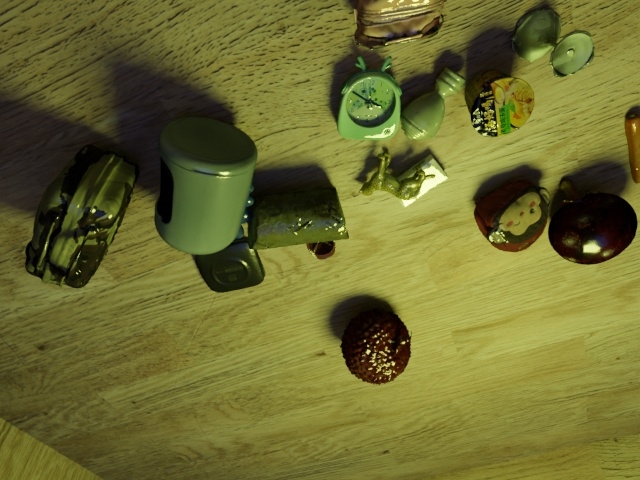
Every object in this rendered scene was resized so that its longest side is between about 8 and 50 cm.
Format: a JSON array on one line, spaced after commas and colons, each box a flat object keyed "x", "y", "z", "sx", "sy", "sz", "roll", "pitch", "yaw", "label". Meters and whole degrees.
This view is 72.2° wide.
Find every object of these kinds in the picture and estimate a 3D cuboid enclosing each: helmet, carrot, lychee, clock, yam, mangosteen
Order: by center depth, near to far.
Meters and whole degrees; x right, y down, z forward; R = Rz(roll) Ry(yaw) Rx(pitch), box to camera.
[{"x": 0.125, "y": -0.358, "z": 1.102, "sx": 0.159, "sy": 0.066, "sz": 0.211, "roll": 2, "pitch": 128, "yaw": -4, "label": "clock"}, {"x": 0.893, "y": -0.255, "z": 1.243, "sx": 0.043, "sy": 0.043, "sz": 0.248, "roll": -25, "pitch": 128, "yaw": 16, "label": "carrot"}, {"x": -0.074, "y": -0.062, "z": 1.264, "sx": 0.304, "sy": 0.168, "sz": 0.168, "roll": -6, "pitch": 128, "yaw": 1, "label": "yam"}, {"x": 0.783, "y": -0.064, "z": 1.293, "sx": 0.235, "sy": 0.235, "sz": 0.261, "roll": -29, "pitch": 91, "yaw": 19, "label": "mangosteen"}, {"x": 0.000, "y": 0.000, "z": 1.384, "sx": 0.089, "sy": 0.057, "sz": 0.111, "roll": -16, "pitch": 128, "yaw": 5, "label": "helmet"}, {"x": 0.202, "y": 0.374, "z": 1.561, "sx": 0.264, "sy": 0.264, "sz": 0.300, "roll": 31, "pitch": 142, "yaw": -24, "label": "lychee"}]

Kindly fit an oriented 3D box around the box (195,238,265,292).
[{"x": -0.298, "y": 0.089, "z": 1.449, "sx": 0.212, "sy": 0.042, "sz": 0.201, "roll": -11, "pitch": 130, "yaw": 7, "label": "box"}]

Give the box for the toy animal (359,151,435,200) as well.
[{"x": 0.213, "y": -0.159, "z": 1.232, "sx": 0.181, "sy": 0.073, "sz": 0.136, "roll": 21, "pitch": 117, "yaw": 2, "label": "toy animal"}]

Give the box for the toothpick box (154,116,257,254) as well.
[{"x": -0.302, "y": -0.115, "z": 1.166, "sx": 0.263, "sy": 0.263, "sz": 0.355, "roll": 12, "pitch": 129, "yaw": -13, "label": "toothpick box"}]

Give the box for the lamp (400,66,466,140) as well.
[{"x": 0.279, "y": -0.340, "z": 1.110, "sx": 0.106, "sy": 0.106, "sz": 0.193, "roll": 27, "pitch": 112, "yaw": -22, "label": "lamp"}]

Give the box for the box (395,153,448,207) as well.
[{"x": 0.280, "y": -0.172, "z": 1.273, "sx": 0.154, "sy": 0.040, "sz": 0.084, "roll": -35, "pitch": 122, "yaw": 22, "label": "box"}]

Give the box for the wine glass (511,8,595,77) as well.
[{"x": 0.524, "y": -0.439, "z": 0.985, "sx": 0.122, "sy": 0.183, "sz": 0.122, "roll": -2, "pitch": 129, "yaw": -3, "label": "wine glass"}]

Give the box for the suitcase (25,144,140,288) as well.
[{"x": -0.629, "y": -0.048, "z": 1.134, "sx": 0.194, "sy": 0.339, "sz": 0.351, "roll": 25, "pitch": 124, "yaw": -22, "label": "suitcase"}]

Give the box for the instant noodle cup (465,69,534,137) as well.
[{"x": 0.432, "y": -0.350, "z": 1.090, "sx": 0.151, "sy": 0.122, "sz": 0.151, "roll": -2, "pitch": 130, "yaw": -3, "label": "instant noodle cup"}]

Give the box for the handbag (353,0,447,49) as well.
[{"x": 0.166, "y": -0.500, "z": 0.926, "sx": 0.205, "sy": 0.179, "sz": 0.116, "roll": -9, "pitch": 135, "yaw": 6, "label": "handbag"}]

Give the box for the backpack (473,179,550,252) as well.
[{"x": 0.580, "y": -0.063, "z": 1.321, "sx": 0.229, "sy": 0.139, "sz": 0.229, "roll": -7, "pitch": 116, "yaw": -14, "label": "backpack"}]
